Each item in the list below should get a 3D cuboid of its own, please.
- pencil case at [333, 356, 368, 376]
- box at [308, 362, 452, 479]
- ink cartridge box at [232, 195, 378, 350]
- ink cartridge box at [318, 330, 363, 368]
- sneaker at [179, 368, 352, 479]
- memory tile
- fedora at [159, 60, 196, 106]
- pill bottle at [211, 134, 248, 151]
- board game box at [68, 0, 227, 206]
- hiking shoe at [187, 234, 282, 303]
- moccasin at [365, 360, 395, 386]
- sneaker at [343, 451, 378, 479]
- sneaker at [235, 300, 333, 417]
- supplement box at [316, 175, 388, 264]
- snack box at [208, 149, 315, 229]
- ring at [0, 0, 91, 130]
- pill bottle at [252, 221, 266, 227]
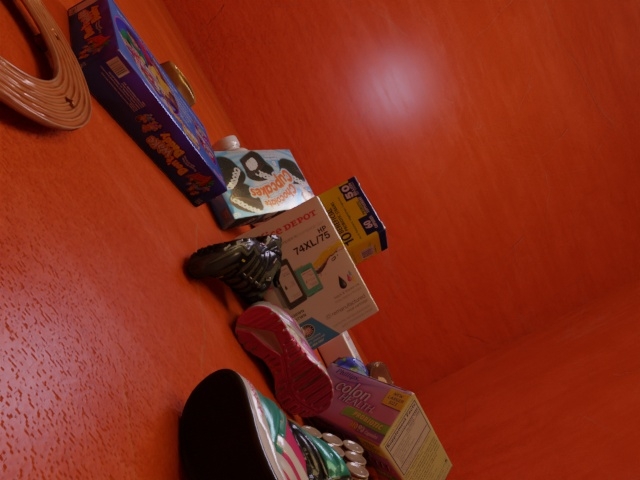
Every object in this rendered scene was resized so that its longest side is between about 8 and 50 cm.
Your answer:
[{"bbox_3d":[0.079,0.412,1.234,0.133,0.119,0.306,37,4,-4],"label":"pencil case"},{"bbox_3d":[0.112,0.392,0.932,0.213,0.117,0.243,6,-47,47],"label":"box"},{"bbox_3d":[-0.045,0.076,1.006,0.270,0.198,0.197,61,-12,-2],"label":"ink cartridge box"},{"bbox_3d":[0.092,0.430,1.553,0.237,0.100,0.172,63,2,9],"label":"ink cartridge box"},{"bbox_3d":[-0.032,0.272,0.422,0.178,0.124,0.295,48,8,-37],"label":"sneaker"},{"bbox_3d":[0.001,0.321,0.717,0.148,0.012,0.113,21,0,-2],"label":"memory tile"},{"bbox_3d":[-0.378,-0.390,1.188,0.194,0.079,0.194,62,2,-4],"label":"fedora"},{"bbox_3d":[-0.249,-0.209,1.425,0.208,0.117,0.117,62,2,0],"label":"pill bottle"},{"bbox_3d":[-0.317,-0.255,0.887,0.233,0.078,0.347,63,2,37],"label":"board game box"},{"bbox_3d":[-0.128,0.054,0.790,0.227,0.086,0.114,-12,91,-60],"label":"hiking shoe"},{"bbox_3d":[0.209,0.543,1.357,0.147,0.139,0.380,-38,-126,49],"label":"moccasin"},{"bbox_3d":[0.033,0.395,0.817,0.215,0.083,0.084,58,6,-40],"label":"sneaker"},{"bbox_3d":[-0.057,0.205,0.845,0.252,0.103,0.111,62,3,-15],"label":"sneaker"},{"bbox_3d":[0.000,0.000,1.399,0.194,0.356,0.195,62,1,20],"label":"supplement box"},{"bbox_3d":[-0.159,-0.142,1.203,0.322,0.060,0.187,-17,75,-52],"label":"snack box"},{"bbox_3d":[-0.364,-0.261,0.477,0.336,0.032,0.336,62,1,-2],"label":"ring"},{"bbox_3d":[-0.163,-0.077,1.610,0.130,0.130,0.245,62,2,14],"label":"pill bottle"}]
